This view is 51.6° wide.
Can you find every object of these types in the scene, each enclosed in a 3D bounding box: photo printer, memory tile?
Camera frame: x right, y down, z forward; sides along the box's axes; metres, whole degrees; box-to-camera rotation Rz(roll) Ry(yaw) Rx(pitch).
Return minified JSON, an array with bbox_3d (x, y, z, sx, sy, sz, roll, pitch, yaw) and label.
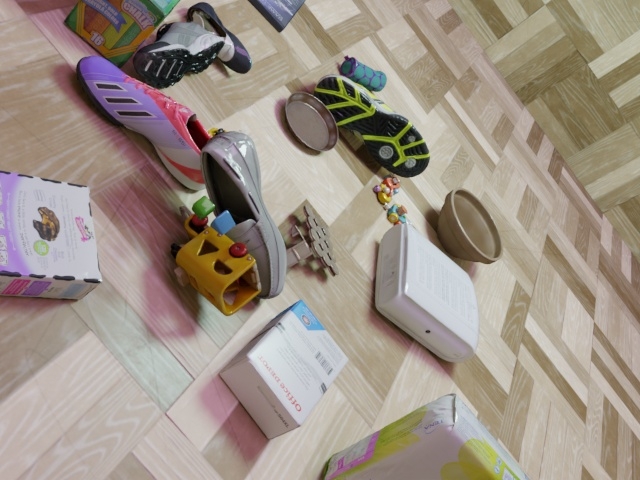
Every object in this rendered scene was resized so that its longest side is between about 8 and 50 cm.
[{"bbox_3d":[0.270,0.135,1.608,0.308,0.107,0.256,37,39,-26],"label":"photo printer"},{"bbox_3d":[0.000,0.000,1.434,0.113,0.012,0.148,48,21,-44],"label":"memory tile"}]

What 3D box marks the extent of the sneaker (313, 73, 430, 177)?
[{"bbox_3d":[0.151,-0.324,1.793,0.385,0.145,0.147,40,23,-19],"label":"sneaker"}]

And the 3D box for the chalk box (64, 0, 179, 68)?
[{"bbox_3d":[-0.350,-0.456,1.245,0.132,0.213,0.132,40,38,-21],"label":"chalk box"}]

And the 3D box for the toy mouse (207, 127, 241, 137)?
[{"bbox_3d":[-0.200,-0.163,1.349,0.161,0.031,0.143,-6,67,-52],"label":"toy mouse"}]

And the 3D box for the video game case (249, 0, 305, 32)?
[{"bbox_3d":[-0.140,-0.716,1.877,0.196,0.026,0.274,43,38,-18],"label":"video game case"}]

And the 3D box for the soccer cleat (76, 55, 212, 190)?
[{"bbox_3d":[-0.297,-0.232,1.212,0.318,0.116,0.108,45,36,-17],"label":"soccer cleat"}]

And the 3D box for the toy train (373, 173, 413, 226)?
[{"bbox_3d":[0.208,-0.112,1.787,0.125,0.046,0.166,-3,65,-51],"label":"toy train"}]

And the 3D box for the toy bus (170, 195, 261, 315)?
[{"bbox_3d":[-0.195,0.036,1.123,0.104,0.202,0.190,-40,104,-25],"label":"toy bus"}]

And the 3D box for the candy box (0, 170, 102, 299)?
[{"bbox_3d":[-0.419,-0.008,0.925,0.196,0.070,0.164,10,55,-46],"label":"candy box"}]

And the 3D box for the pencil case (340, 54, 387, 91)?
[{"bbox_3d":[0.129,-0.499,1.991,0.152,0.065,0.070,13,69,-46],"label":"pencil case"}]

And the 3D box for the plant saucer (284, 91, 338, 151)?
[{"bbox_3d":[-0.027,-0.291,1.650,0.169,0.029,0.168,21,55,-33],"label":"plant saucer"}]

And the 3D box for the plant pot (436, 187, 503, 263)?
[{"bbox_3d":[0.412,-0.025,1.908,0.237,0.110,0.237,32,41,-32],"label":"plant pot"}]

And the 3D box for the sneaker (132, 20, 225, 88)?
[{"bbox_3d":[-0.307,-0.392,1.364,0.108,0.100,0.271,41,31,-1],"label":"sneaker"}]

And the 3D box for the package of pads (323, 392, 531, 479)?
[{"bbox_3d":[0.170,0.405,1.101,0.229,0.297,0.101,49,27,-10],"label":"package of pads"}]

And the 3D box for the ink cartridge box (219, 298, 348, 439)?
[{"bbox_3d":[-0.059,0.221,1.159,0.148,0.086,0.203,53,35,-3],"label":"ink cartridge box"}]

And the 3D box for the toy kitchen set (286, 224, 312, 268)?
[{"bbox_3d":[-0.066,0.016,1.367,0.068,0.075,0.083,60,-5,-1],"label":"toy kitchen set"}]

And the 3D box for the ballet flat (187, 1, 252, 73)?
[{"bbox_3d":[-0.238,-0.461,1.514,0.203,0.074,0.074,54,34,8],"label":"ballet flat"}]

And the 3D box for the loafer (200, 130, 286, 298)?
[{"bbox_3d":[-0.143,-0.032,1.181,0.111,0.112,0.319,-40,120,-52],"label":"loafer"}]
